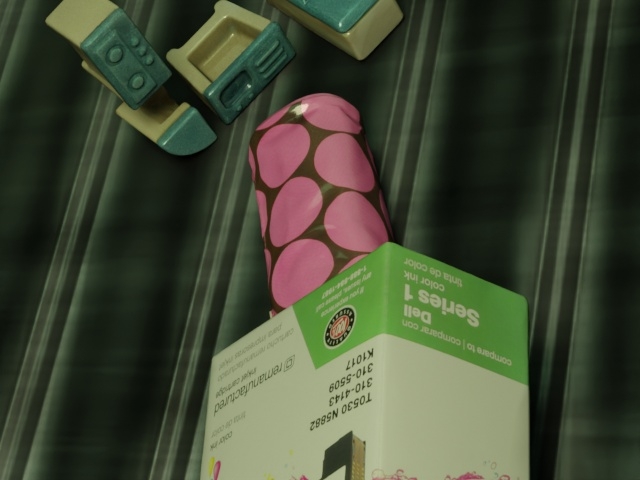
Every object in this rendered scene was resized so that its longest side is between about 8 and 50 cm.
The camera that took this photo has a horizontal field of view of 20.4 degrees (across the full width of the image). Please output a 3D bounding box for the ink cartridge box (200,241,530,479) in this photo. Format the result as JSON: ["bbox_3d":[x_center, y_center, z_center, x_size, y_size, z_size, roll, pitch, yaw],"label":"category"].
[{"bbox_3d":[0.020,0.174,1.059,0.201,0.117,0.278,-35,42,46],"label":"ink cartridge box"}]

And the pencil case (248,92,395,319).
[{"bbox_3d":[0.000,0.000,1.253,0.098,0.095,0.209,-29,48,25],"label":"pencil case"}]

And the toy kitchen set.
[{"bbox_3d":[-0.070,-0.169,1.343,0.207,0.166,0.122,-47,52,-9],"label":"toy kitchen set"}]
